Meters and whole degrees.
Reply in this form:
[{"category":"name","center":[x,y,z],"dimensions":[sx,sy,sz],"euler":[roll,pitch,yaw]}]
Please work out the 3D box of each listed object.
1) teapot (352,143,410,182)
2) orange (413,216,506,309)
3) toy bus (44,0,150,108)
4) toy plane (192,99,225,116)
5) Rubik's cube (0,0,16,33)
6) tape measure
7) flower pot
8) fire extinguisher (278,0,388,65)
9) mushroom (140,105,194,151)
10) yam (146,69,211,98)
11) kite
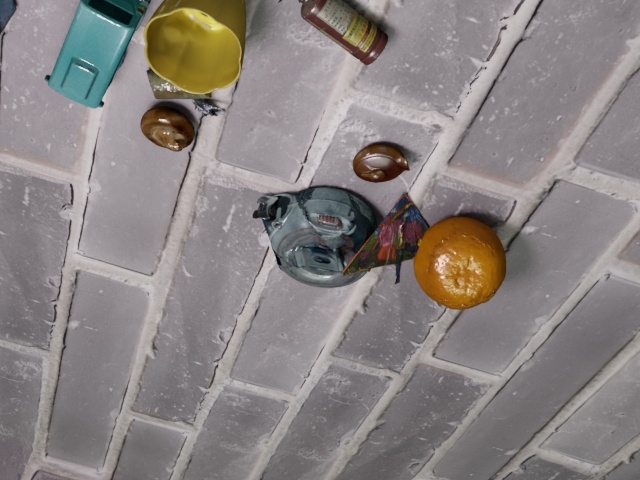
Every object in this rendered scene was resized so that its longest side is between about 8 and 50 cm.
[{"category":"teapot","center":[0.134,-0.164,2.025],"dimensions":[0.129,0.078,0.098],"euler":[-5,135,16]},{"category":"orange","center":[0.326,0.052,2.134],"dimensions":[0.219,0.193,0.219],"euler":[1,94,15]},{"category":"toy bus","center":[-0.453,-0.393,1.840],"dimensions":[0.128,0.147,0.256],"euler":[26,134,-15]},{"category":"toy plane","center":[-0.249,-0.288,1.982],"dimensions":[0.078,0.031,0.083],"euler":[3,169,40]},{"category":"Rubik's cube","center":[-0.813,-0.477,1.669],"dimensions":[0.344,0.344,0.337],"euler":[3,138,6]},{"category":"tape measure","center":[0.000,0.000,2.177],"dimensions":[0.275,0.147,0.256],"euler":[-3,136,15]},{"category":"flower pot","center":[-0.225,-0.410,1.753],"dimensions":[0.195,0.179,0.195],"euler":[7,137,6]},{"category":"fire extinguisher","center":[0.004,-0.429,1.767],"dimensions":[0.252,0.075,0.106],"euler":[31,134,-22]},{"category":"mushroom","center":[-0.337,-0.249,2.020],"dimensions":[0.109,0.085,0.126],"euler":[26,160,25]},{"category":"yam","center":[-0.302,-0.334,1.934],"dimensions":[0.146,0.069,0.069],"euler":[0,136,10]},{"category":"kite","center":[0.184,-0.002,2.143],"dimensions":[0.321,0.016,0.234],"euler":[-11,116,-35]}]
